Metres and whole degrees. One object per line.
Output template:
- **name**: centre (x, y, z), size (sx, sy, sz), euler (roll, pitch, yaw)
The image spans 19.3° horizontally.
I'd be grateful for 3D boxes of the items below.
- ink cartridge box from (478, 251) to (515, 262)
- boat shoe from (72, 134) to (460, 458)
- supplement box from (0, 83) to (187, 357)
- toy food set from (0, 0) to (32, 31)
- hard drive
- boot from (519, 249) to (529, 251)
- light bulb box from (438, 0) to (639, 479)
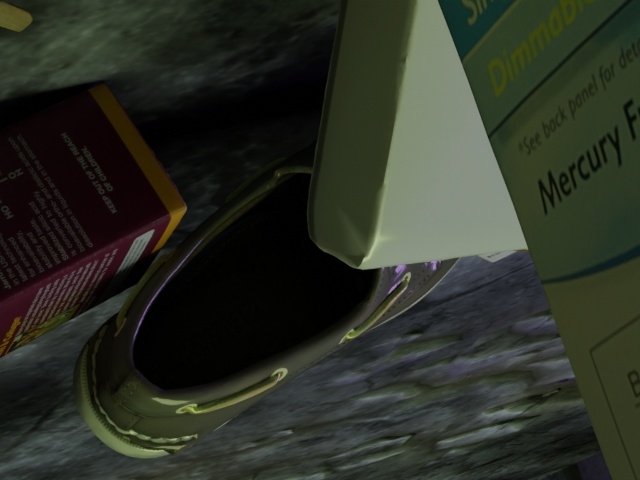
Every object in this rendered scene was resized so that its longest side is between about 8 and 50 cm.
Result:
- **ink cartridge box**: centre (0.127, -0.011, 1.364), size (0.048, 0.028, 0.083), euler (-26, 163, 17)
- **boat shoe**: centre (0.003, 0.004, 1.007), size (0.305, 0.109, 0.091), euler (-38, 177, -22)
- **supplement box**: centre (-0.173, 0.011, 0.921), size (0.188, 0.081, 0.104), euler (-29, 169, -29)
- **toy food set**: centre (-0.098, -0.131, 0.749), size (0.122, 0.019, 0.078), euler (-35, 159, 21)
- **hard drive**: centre (0.160, -0.117, 0.799), size (0.353, 0.047, 0.233), euler (-7, 115, -39)
- **boot**: centre (0.099, -0.111, 0.903), size (0.077, 0.213, 0.165), euler (20, -174, -20)
- **light bulb box**: centre (0.203, -0.139, 0.472), size (0.225, 0.361, 0.358), euler (-8, 160, -31)
